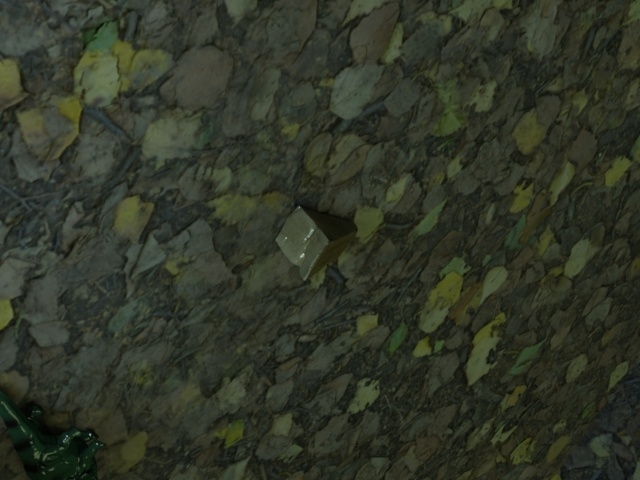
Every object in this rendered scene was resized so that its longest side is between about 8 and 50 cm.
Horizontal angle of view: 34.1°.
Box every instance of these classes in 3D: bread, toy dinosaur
[{"bbox_3d":[0.016,0.013,1.631,0.152,0.105,0.077,14,117,-46],"label":"bread"},{"bbox_3d":[-0.384,0.286,1.506,0.120,0.079,0.292,-34,134,-20],"label":"toy dinosaur"}]
